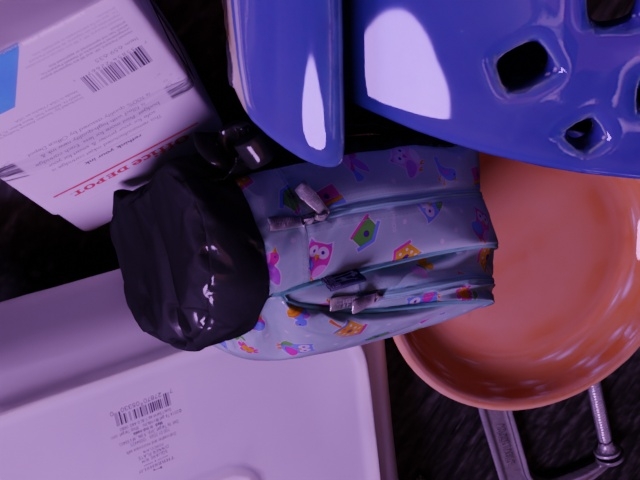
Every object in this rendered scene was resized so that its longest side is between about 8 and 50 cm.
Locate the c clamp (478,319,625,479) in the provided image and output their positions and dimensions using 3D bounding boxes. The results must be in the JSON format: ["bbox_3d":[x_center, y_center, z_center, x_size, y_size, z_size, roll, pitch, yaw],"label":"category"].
[{"bbox_3d":[0.183,0.123,0.688,0.137,0.022,0.160,-16,119,-5],"label":"c clamp"}]

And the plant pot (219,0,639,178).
[{"bbox_3d":[0.059,-0.164,0.398,0.212,0.236,0.235,-4,118,-5],"label":"plant pot"}]

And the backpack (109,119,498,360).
[{"bbox_3d":[0.000,0.000,0.481,0.182,0.152,0.115,-8,91,-28],"label":"backpack"}]

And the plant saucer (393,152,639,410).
[{"bbox_3d":[0.131,0.012,0.600,0.200,0.037,0.199,-5,112,-12],"label":"plant saucer"}]

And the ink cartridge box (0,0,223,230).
[{"bbox_3d":[-0.117,-0.074,0.464,0.104,0.060,0.180,-27,161,1],"label":"ink cartridge box"}]

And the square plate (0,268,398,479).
[{"bbox_3d":[-0.087,0.180,0.551,0.347,0.049,0.343,-17,112,-27],"label":"square plate"}]

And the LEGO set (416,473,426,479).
[{"bbox_3d":[0.045,0.200,0.698,0.083,0.023,0.054,-17,122,-19],"label":"LEGO set"}]
